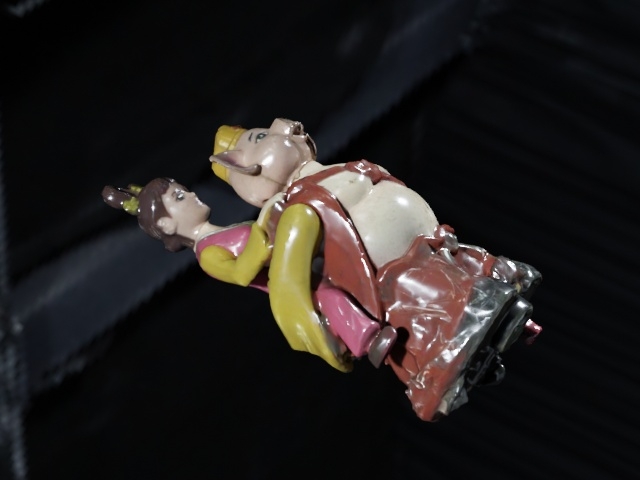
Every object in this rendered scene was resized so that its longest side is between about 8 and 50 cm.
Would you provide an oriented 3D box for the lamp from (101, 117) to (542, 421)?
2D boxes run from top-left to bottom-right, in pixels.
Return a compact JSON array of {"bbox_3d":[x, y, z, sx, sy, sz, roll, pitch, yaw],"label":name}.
[{"bbox_3d":[0.000,0.000,1.103,0.118,0.253,0.118,-49,-18,-22],"label":"lamp"}]
